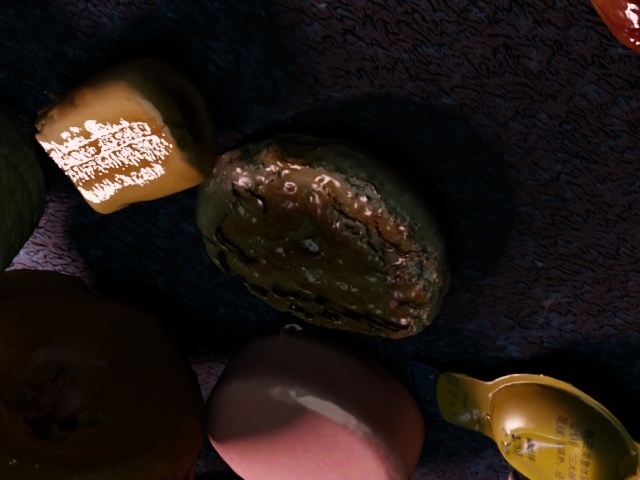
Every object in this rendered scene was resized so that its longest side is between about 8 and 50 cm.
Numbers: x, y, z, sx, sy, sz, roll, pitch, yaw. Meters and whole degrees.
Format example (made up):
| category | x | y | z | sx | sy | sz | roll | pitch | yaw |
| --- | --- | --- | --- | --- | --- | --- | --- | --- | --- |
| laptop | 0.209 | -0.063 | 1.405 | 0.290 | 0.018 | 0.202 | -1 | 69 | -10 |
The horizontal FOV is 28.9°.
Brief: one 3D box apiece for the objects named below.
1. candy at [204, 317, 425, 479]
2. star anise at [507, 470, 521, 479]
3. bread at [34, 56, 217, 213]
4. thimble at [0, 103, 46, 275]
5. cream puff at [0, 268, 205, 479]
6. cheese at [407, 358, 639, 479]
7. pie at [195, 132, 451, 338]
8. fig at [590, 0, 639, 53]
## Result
| category | x | y | z | sx | sy | sz | roll | pitch | yaw |
| --- | --- | --- | --- | --- | --- | --- | --- | --- | --- |
| candy | -0.010 | 0.203 | 1.376 | 0.255 | 0.094 | 0.255 | 15 | 138 | 14 |
| star anise | 0.214 | 0.400 | 1.386 | 0.148 | 0.227 | 0.218 | -6 | 140 | 22 |
| bread | -0.175 | -0.103 | 1.162 | 0.173 | 0.085 | 0.134 | -13 | 122 | 37 |
| thimble | -0.391 | -0.051 | 1.272 | 0.219 | 0.150 | 0.219 | 14 | 137 | 14 |
| cream puff | -0.292 | 0.208 | 1.343 | 0.343 | 0.327 | 0.231 | 40 | 136 | 16 |
| cheese | 0.210 | 0.188 | 1.274 | 0.270 | 0.069 | 0.177 | 16 | 139 | 28 |
| pie | 0.000 | 0.000 | 1.203 | 0.274 | 0.055 | 0.274 | 18 | 141 | 15 |
| fig | 0.223 | -0.182 | 0.866 | 0.153 | 0.119 | 0.119 | 12 | 136 | 14 |
